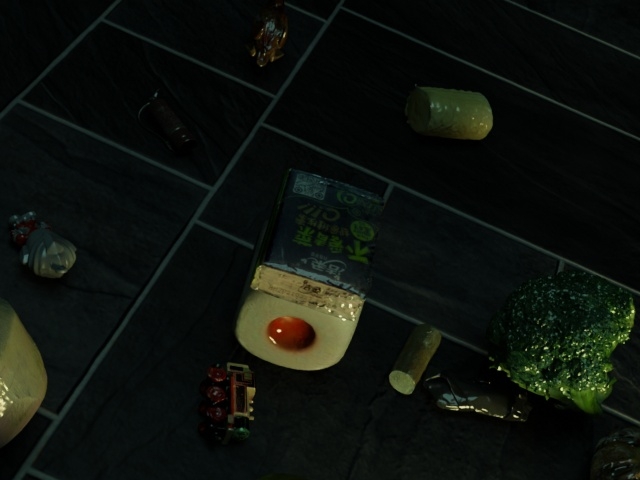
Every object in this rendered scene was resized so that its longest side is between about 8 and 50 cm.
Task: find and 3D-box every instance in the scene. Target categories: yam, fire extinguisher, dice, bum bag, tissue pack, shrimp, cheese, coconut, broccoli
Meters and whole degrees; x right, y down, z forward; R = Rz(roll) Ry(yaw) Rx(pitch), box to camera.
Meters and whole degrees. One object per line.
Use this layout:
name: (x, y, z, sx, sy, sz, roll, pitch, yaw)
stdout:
yam: (0.160, 0.200, 1.759, 0.054, 0.054, 0.132, 29, 45, 7)
fire extinguisher: (-0.303, -0.227, 2.002, 0.078, 0.045, 0.157, -31, 63, -15)
dice: (-0.032, 0.086, 1.694, 0.193, 0.194, 0.191, 17, 43, -3)
bum bag: (0.270, 0.258, 1.746, 0.198, 0.049, 0.087, 13, 40, -9)
tissue pack: (0.000, 0.000, 1.598, 0.174, 0.073, 0.235, 17, 45, -4)
shrimp: (0.490, 0.428, 1.620, 0.145, 0.116, 0.343, 12, 43, 11)
cheese: (0.279, -0.275, 2.238, 0.167, 0.093, 0.123, 1, 38, -26)
coconut: (-0.492, 0.191, 1.407, 0.227, 0.230, 0.227, -9, 32, 6)
broccoli: (0.413, 0.173, 1.747, 0.265, 0.245, 0.294, -25, 29, 8)

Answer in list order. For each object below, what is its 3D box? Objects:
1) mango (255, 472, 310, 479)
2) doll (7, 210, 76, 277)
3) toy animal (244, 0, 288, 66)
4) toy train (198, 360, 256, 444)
mango: (-0.002, 0.422, 1.440, 0.267, 0.111, 0.133, 38, 57, 23)
doll: (-0.456, 0.008, 1.694, 0.094, 0.079, 0.180, -15, 41, -34)
toy animal: (-0.105, -0.457, 2.200, 0.089, 0.179, 0.188, 13, 44, -7)
toy train: (-0.142, 0.252, 1.593, 0.087, 0.050, 0.137, 11, 45, -16)
